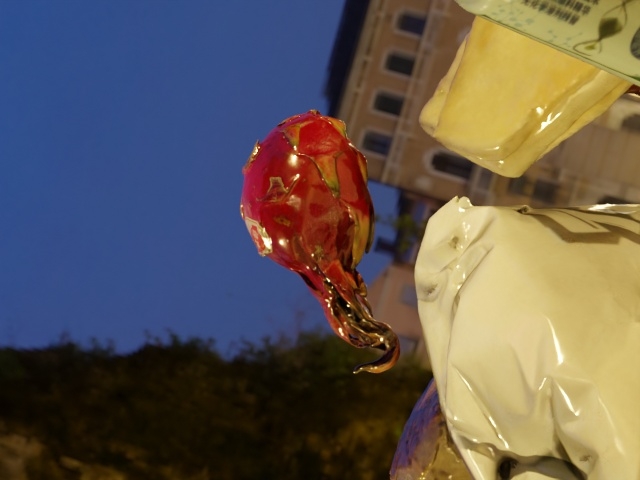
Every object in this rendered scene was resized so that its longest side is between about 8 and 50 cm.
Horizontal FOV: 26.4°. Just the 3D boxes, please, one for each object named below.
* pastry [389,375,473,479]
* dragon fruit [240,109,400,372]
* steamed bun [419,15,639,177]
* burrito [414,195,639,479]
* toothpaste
[{"bbox_3d":[0.101,0.134,0.948,0.153,0.081,0.153,-158,90,-83],"label":"pastry"},{"bbox_3d":[0.000,0.000,0.915,0.094,0.094,0.190,70,-177,-71],"label":"dragon fruit"},{"bbox_3d":[0.299,-0.194,1.092,0.189,0.247,0.428,22,-71,-39],"label":"steamed bun"},{"bbox_3d":[0.175,0.037,0.615,0.445,0.139,0.101,-5,-56,-56],"label":"burrito"},{"bbox_3d":[0.211,-0.105,0.735,0.098,0.392,0.061,-59,27,29],"label":"toothpaste"}]
